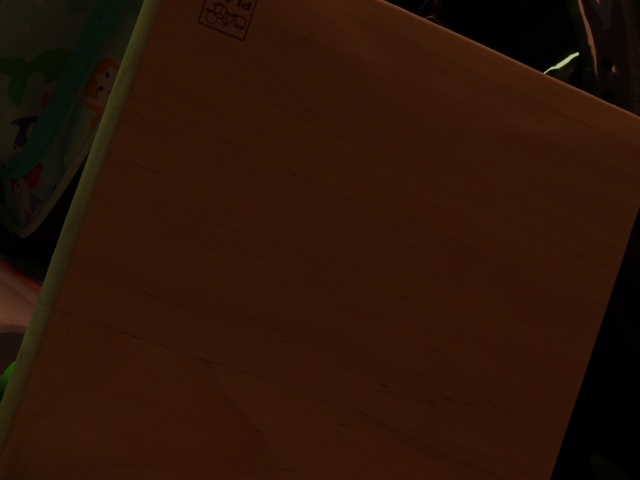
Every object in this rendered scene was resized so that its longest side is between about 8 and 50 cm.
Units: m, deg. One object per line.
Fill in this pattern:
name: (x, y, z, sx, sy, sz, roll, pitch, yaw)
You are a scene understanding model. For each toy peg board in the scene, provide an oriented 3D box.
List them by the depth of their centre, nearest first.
toy peg board: (-0.009, 0.014, 0.537, 0.161, 0.161, 0.079, 21, -5, -27)

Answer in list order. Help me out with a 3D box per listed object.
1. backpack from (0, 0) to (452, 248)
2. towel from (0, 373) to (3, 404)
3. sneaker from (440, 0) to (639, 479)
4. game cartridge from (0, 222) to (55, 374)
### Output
backpack: (-0.087, -0.117, 0.796, 0.191, 0.225, 0.253, 28, 12, -28)
towel: (-0.103, 0.095, 0.459, 0.312, 0.056, 0.324, 26, 10, 3)
sneaker: (0.114, 0.000, 0.858, 0.202, 0.185, 0.483, -8, 69, -52)
game cartridge: (-0.132, 0.018, 0.790, 0.196, 0.060, 0.294, 28, 7, 29)
